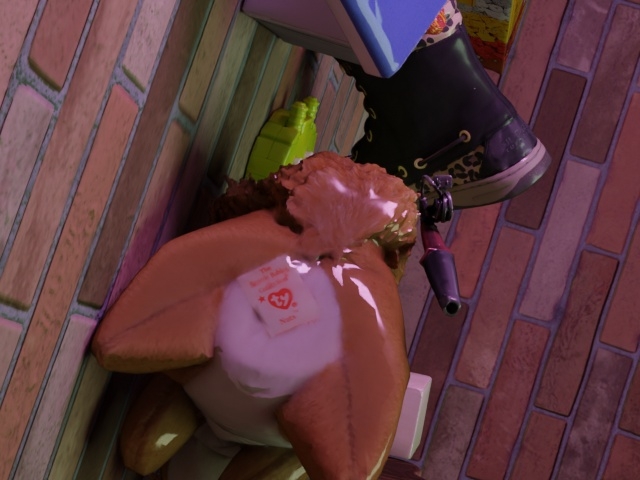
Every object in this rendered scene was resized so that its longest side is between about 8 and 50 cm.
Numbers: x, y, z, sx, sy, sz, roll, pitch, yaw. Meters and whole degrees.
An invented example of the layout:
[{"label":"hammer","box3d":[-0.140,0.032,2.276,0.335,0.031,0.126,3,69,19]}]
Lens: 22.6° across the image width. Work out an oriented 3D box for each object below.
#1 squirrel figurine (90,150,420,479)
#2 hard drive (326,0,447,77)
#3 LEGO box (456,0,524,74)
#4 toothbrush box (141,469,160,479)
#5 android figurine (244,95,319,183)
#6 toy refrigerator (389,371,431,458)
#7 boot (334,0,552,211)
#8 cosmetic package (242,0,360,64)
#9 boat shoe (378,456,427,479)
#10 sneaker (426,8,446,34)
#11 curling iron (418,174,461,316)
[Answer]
[{"label":"squirrel figurine","box3d":[-0.044,0.110,1.614,0.370,0.281,0.397,105,9,-62]},{"label":"hard drive","box3d":[0.050,-0.331,1.457,0.210,0.040,0.318,-55,140,-20]},{"label":"LEGO box","box3d":[0.280,-0.572,2.494,0.372,0.193,0.500,80,29,-73]},{"label":"toothbrush box","box3d":[-0.128,0.405,1.742,0.126,0.216,0.295,67,37,-51]},{"label":"android figurine","box3d":[-0.057,-0.041,1.907,0.248,0.056,0.272,-36,145,-75]},{"label":"toy refrigerator","box3d":[-0.013,0.185,1.885,0.102,0.270,0.094,-21,121,-80]},{"label":"boot","box3d":[0.076,-0.167,2.005,0.138,0.377,0.284,-49,121,-38]},{"label":"cosmetic package","box3d":[0.034,-0.308,1.662,0.225,0.138,0.224,-5,113,-82]},{"label":"boat shoe","box3d":[0.056,0.290,1.701,0.302,0.109,0.098,32,72,-87]},{"label":"sneaker","box3d":[0.071,-0.293,1.819,0.067,0.175,0.064,-48,180,36]},{"label":"curling iron","box3d":[0.112,0.007,1.533,0.274,0.035,0.068,-85,176,-66]}]
